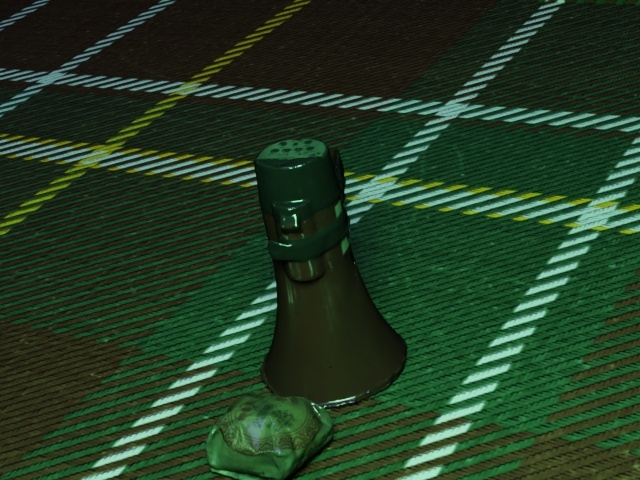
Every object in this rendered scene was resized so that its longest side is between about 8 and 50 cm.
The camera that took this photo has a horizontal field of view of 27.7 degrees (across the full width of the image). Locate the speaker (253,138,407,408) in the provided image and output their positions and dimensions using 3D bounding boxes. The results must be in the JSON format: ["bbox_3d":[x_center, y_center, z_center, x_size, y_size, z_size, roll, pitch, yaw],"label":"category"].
[{"bbox_3d":[0.019,0.013,1.676,0.198,0.329,0.259,12,30,35],"label":"speaker"}]

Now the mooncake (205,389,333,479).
[{"bbox_3d":[-0.061,0.229,1.562,0.130,0.073,0.125,10,34,29],"label":"mooncake"}]
